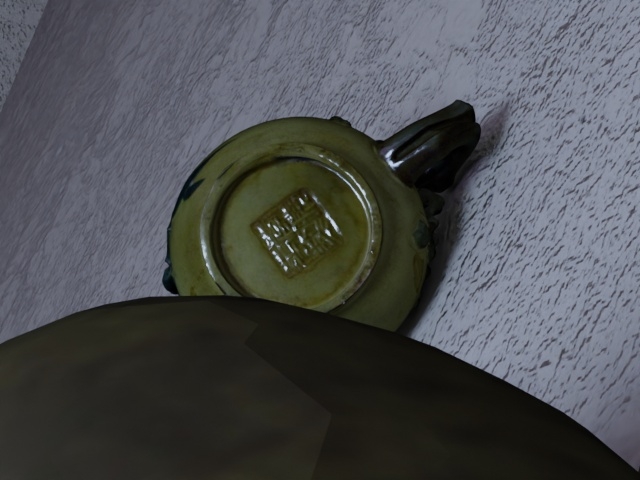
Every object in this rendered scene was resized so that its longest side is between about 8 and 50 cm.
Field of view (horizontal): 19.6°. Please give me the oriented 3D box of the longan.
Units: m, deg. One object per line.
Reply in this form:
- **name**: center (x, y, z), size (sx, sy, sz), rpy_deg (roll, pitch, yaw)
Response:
- **longan**: center (-0.013, 0.196, 0.686), size (0.336, 0.404, 0.404), rpy_deg (-51, 18, -12)

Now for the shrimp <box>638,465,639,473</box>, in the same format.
- **shrimp**: center (0.252, -0.011, 0.765), size (0.446, 0.110, 0.221), rpy_deg (-61, 12, 11)

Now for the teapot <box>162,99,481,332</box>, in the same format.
- **teapot**: center (0.000, 0.000, 1.272), size (0.269, 0.173, 0.182), rpy_deg (-38, -11, -2)
